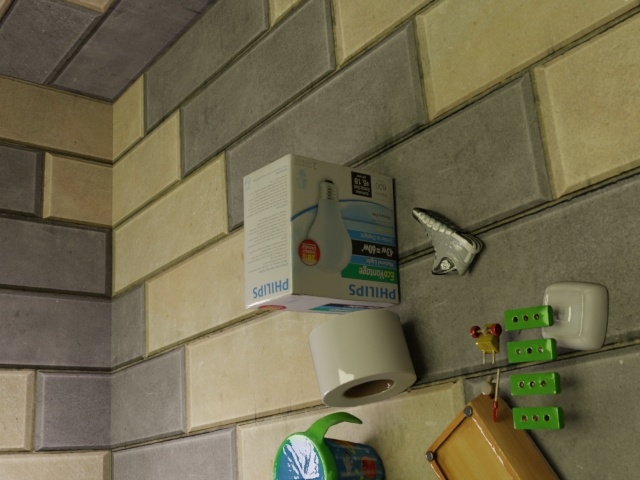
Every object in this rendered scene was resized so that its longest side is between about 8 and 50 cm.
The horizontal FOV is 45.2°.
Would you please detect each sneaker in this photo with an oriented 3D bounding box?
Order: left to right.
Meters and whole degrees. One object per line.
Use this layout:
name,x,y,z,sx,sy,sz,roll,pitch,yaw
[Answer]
sneaker,0.285,0.014,1.892,0.228,0.086,0.132,40,116,47

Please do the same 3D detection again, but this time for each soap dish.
soap dish,0.365,0.500,1.654,0.229,0.118,0.291,-57,44,28

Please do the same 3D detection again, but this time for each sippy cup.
sippy cup,0.031,0.609,1.973,0.305,0.224,0.240,-51,45,32

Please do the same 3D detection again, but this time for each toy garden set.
toy garden set,0.416,0.270,1.615,0.203,0.049,0.244,-16,71,48

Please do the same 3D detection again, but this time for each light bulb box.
light bulb box,0.000,0.000,2.038,0.225,0.357,0.361,-19,68,51

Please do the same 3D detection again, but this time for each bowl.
bowl,0.516,0.154,1.589,0.142,0.053,0.142,1,84,53

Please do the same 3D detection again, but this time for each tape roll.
tape roll,0.103,0.298,1.932,0.246,0.246,0.169,-40,53,40
